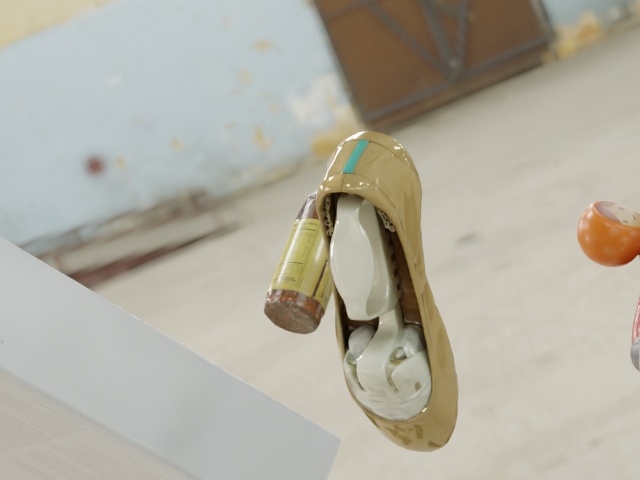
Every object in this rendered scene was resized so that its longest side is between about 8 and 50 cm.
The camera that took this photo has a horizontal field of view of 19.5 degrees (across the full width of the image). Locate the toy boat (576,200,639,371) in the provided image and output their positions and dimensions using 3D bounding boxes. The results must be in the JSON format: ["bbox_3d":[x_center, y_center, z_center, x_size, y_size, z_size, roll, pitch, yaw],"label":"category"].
[{"bbox_3d":[0.293,0.002,1.594,0.151,0.231,0.151,15,-5,-9],"label":"toy boat"}]

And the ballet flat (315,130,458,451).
[{"bbox_3d":[0.034,0.047,1.164,0.080,0.232,0.073,-1,27,24],"label":"ballet flat"}]

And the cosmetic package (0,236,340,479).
[{"bbox_3d":[-0.216,0.124,1.458,0.284,0.377,0.097,-22,41,54],"label":"cosmetic package"}]

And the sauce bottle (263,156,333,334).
[{"bbox_3d":[0.000,0.000,1.226,0.042,0.042,0.128,-16,42,45],"label":"sauce bottle"}]
